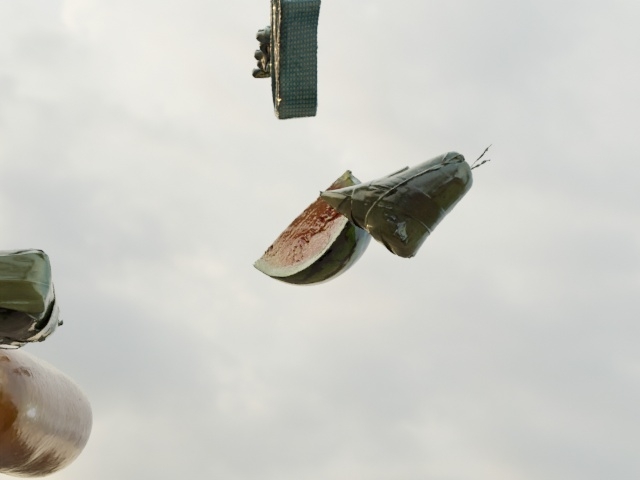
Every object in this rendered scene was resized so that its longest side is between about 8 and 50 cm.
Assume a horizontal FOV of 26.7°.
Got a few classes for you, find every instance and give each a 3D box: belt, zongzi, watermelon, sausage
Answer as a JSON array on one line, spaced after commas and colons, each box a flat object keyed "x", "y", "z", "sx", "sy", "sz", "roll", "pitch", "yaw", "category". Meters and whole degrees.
[{"x": -0.029, "y": -0.209, "z": 1.355, "sx": 0.065, "sy": 0.100, "sz": 0.179, "roll": -6, "pitch": -44, "yaw": -11, "category": "belt"}, {"x": -0.229, "y": 0.043, "z": 0.866, "sx": 0.119, "sy": 0.055, "sz": 0.109, "roll": -7, "pitch": -17, "yaw": -8, "category": "zongzi"}, {"x": 0.088, "y": -0.070, "z": 1.365, "sx": 0.130, "sy": 0.154, "sz": 0.062, "roll": 35, "pitch": -10, "yaw": 36, "category": "zongzi"}, {"x": 0.002, "y": 0.007, "z": 1.528, "sx": 0.087, "sy": 0.069, "sz": 0.163, "roll": 43, "pitch": -74, "yaw": -4, "category": "watermelon"}, {"x": -0.266, "y": 0.146, "z": 1.148, "sx": 0.105, "sy": 0.105, "sz": 0.274, "roll": 17, "pitch": -12, "yaw": 9, "category": "sausage"}]
